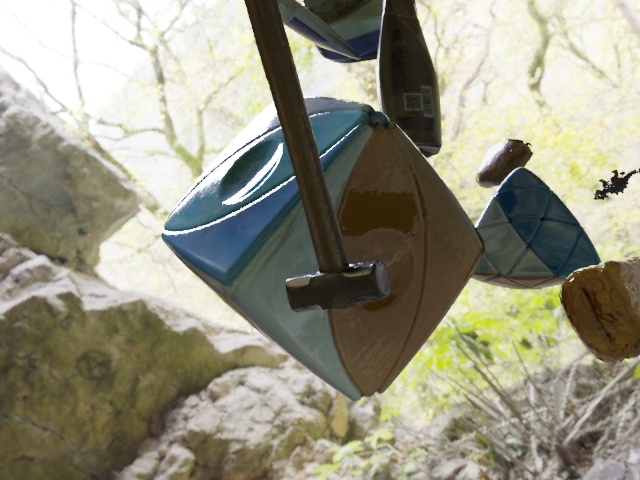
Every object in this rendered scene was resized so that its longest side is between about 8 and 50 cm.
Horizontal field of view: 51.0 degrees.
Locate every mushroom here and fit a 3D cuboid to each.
[{"bbox_3d":[0.411,-0.170,1.552,0.210,0.072,0.094,151,143,-81],"label":"mushroom"}]

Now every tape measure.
[{"bbox_3d":[0.087,-0.556,1.606,0.262,0.138,0.259,-6,48,22],"label":"tape measure"}]

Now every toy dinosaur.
[{"bbox_3d":[0.743,-0.144,1.679,0.154,0.049,0.055,-40,49,50],"label":"toy dinosaur"}]

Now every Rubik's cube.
[{"bbox_3d":[0.000,0.000,1.085,0.347,0.352,0.351,-51,35,-7],"label":"Rubik's cube"},{"bbox_3d":[0.348,-0.016,1.254,0.254,0.254,0.254,-46,12,13],"label":"Rubik's cube"}]

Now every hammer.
[{"bbox_3d":[-0.023,-0.102,0.726,0.111,0.366,0.043,-13,6,26],"label":"hammer"}]

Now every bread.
[{"bbox_3d":[0.356,0.072,0.774,0.211,0.114,0.083,-3,-27,-45],"label":"bread"}]

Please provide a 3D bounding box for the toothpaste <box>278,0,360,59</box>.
[{"bbox_3d":[-0.013,-0.408,1.299,0.069,0.047,0.268,-7,-10,31],"label":"toothpaste"}]

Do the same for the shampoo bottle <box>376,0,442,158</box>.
[{"bbox_3d":[0.176,-0.342,1.377,0.084,0.125,0.350,113,153,-74],"label":"shampoo bottle"}]
